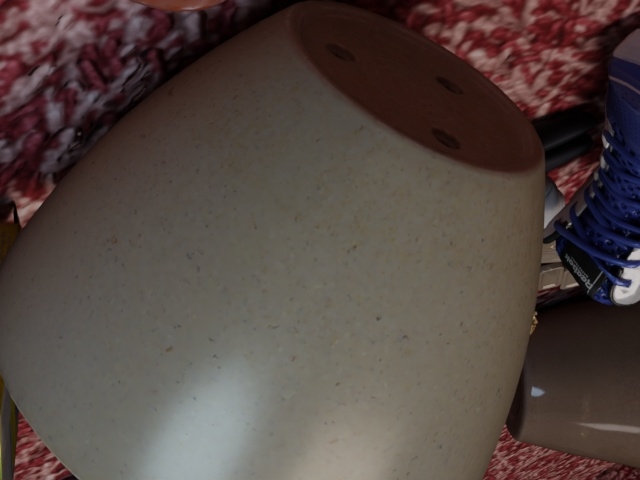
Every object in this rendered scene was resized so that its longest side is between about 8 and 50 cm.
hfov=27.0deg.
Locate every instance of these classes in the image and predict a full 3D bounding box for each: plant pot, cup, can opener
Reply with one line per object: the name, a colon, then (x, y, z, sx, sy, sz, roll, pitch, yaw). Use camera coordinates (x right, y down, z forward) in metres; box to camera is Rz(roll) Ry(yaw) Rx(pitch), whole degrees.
plant pot: (0.345, 0.172, 1.630, 0.229, 0.263, 0.263, -2, 156, -5)
cup: (0.000, 0.000, 0.795, 0.331, 0.331, 0.237, 0, 129, -45)
can opener: (0.149, -0.058, 1.095, 0.186, 0.073, 0.059, -23, 153, -23)

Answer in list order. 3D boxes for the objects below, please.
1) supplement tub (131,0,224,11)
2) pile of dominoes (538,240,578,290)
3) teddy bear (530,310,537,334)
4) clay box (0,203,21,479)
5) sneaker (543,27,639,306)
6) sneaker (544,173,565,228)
supplement tub: (-0.034, -0.187, 0.525, 0.106, 0.106, 0.198, -7, 155, -35)
pile of dominoes: (0.328, -0.006, 1.459, 0.251, 0.040, 0.196, -3, 154, -23)
teddy bear: (0.082, 0.148, 1.460, 0.338, 0.113, 0.245, -27, 157, 12)
clay box: (-0.217, 0.084, 0.841, 0.053, 0.222, 0.127, 1, 123, -10)
sneaker: (0.272, -0.035, 1.101, 0.182, 0.127, 0.315, -48, 157, 3)
sneaker: (0.146, -0.019, 1.206, 0.152, 0.054, 0.061, -31, 149, 6)
